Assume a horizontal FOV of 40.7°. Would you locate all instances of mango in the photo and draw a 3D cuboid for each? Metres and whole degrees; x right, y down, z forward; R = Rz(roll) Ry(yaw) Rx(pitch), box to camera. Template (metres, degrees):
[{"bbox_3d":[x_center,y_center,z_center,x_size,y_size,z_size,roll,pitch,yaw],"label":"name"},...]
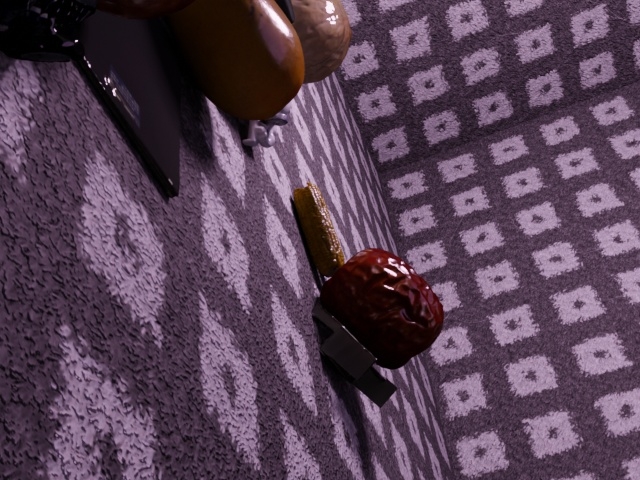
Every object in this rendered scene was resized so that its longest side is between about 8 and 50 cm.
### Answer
[{"bbox_3d":[-0.148,-0.332,1.322,0.317,0.173,0.211,56,13,-15],"label":"mango"}]

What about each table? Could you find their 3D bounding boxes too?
[{"bbox_3d":[0.052,0.217,1.623,0.175,0.062,0.146,38,-12,35],"label":"table"}]

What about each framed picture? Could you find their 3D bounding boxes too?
[{"bbox_3d":[-0.240,-0.246,1.087,0.338,0.014,0.255,-100,166,-47],"label":"framed picture"}]

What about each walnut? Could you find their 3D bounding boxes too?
[{"bbox_3d":[-0.039,-0.510,2.102,0.248,0.248,0.248,-19,90,-80],"label":"walnut"}]

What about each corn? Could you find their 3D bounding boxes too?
[{"bbox_3d":[-0.004,-0.021,1.796,0.068,0.068,0.207,16,53,-78],"label":"corn"}]

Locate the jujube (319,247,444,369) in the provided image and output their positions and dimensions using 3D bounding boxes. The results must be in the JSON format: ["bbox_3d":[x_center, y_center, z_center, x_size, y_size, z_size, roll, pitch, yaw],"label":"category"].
[{"bbox_3d":[0.126,0.129,1.704,0.232,0.213,0.213,49,8,5],"label":"jujube"}]

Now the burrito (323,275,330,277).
[{"bbox_3d":[0.002,-0.001,1.868,0.051,0.042,0.171,74,1,-72],"label":"burrito"}]

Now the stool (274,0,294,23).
[{"bbox_3d":[-0.146,-0.510,1.720,0.232,0.141,0.232,-21,90,-85],"label":"stool"}]

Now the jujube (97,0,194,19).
[{"bbox_3d":[-0.224,-0.376,0.875,0.318,0.223,0.223,55,17,-44],"label":"jujube"}]

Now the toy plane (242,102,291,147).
[{"bbox_3d":[-0.118,-0.289,1.570,0.245,0.118,0.244,-2,90,-79],"label":"toy plane"}]

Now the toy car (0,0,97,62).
[{"bbox_3d":[-0.257,-0.237,0.666,0.301,0.118,0.193,-35,124,-84],"label":"toy car"}]
